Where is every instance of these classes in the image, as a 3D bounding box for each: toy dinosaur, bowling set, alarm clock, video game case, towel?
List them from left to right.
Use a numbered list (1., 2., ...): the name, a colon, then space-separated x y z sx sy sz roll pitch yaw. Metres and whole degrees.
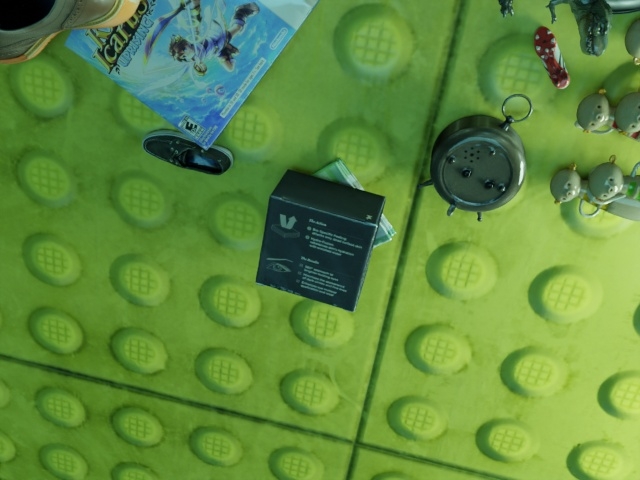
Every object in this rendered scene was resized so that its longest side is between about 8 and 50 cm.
1. video game case: -0.176 -0.294 1.018 0.244 0.061 0.269 37 121 -9
2. towel: 0.028 -0.039 1.148 0.113 0.023 0.152 -30 110 25
3. alarm clock: 0.225 -0.117 1.038 0.129 0.064 0.192 27 119 -4
4. toy dinosaur: 0.240 -0.326 0.883 0.118 0.064 0.268 -19 115 44
5. bowling set: 0.394 -0.120 0.923 0.154 0.200 0.287 13 119 6

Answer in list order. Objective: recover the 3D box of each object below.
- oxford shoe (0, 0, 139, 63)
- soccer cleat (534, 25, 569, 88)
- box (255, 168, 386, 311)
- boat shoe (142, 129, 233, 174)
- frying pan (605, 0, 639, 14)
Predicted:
1. oxford shoe: -0.407 -0.309 0.983 0.364 0.133 0.130 -8 99 33
2. soccer cleat: 0.295 -0.233 0.970 0.029 0.035 0.083 -24 89 17
3. box: 0.000 0.000 1.113 0.156 0.093 0.158 16 123 6
4. boat shoe: -0.202 -0.130 1.133 0.142 0.040 0.049 12 123 5
5. frying pan: 0.355 -0.410 0.841 0.197 0.053 0.326 4 125 10
